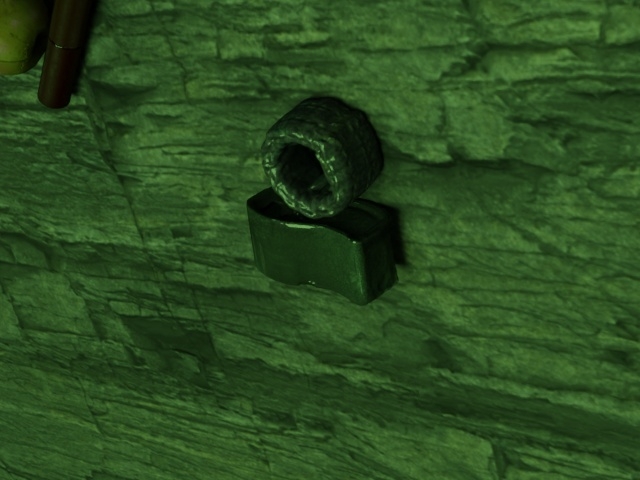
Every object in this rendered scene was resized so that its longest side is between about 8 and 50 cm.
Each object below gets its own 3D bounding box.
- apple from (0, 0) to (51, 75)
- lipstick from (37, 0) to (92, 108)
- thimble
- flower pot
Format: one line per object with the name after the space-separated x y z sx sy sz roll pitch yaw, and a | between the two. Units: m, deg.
-0.480 -0.323 1.835 0.146 0.146 0.146 22 132 26 | apple
-0.369 -0.338 1.794 0.057 0.057 0.357 37 137 12 | lipstick
0.000 -0.110 1.627 0.150 0.098 0.150 23 133 26 | thimble
0.000 0.000 1.705 0.229 0.103 0.108 16 128 32 | flower pot
